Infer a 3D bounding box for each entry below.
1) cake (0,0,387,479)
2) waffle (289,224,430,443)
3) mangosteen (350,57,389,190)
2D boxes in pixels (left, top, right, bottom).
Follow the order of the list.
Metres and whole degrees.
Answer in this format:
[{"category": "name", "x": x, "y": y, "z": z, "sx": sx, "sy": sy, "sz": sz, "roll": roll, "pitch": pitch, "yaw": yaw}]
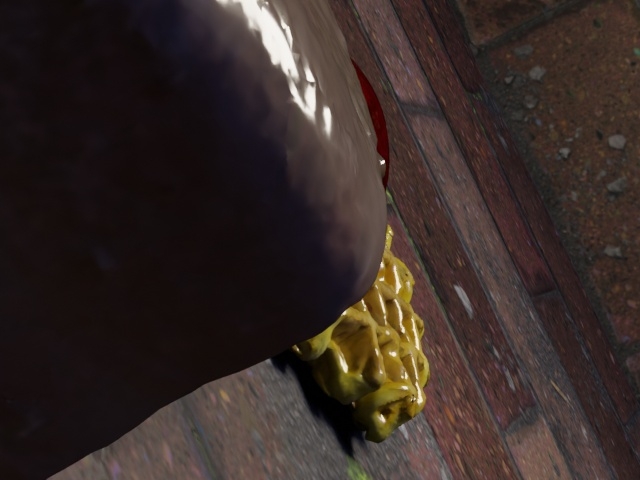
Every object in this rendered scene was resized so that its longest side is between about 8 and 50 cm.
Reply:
[{"category": "cake", "x": -0.132, "y": -0.090, "z": 0.667, "sx": 0.230, "sy": 0.237, "sz": 0.309, "roll": 55, "pitch": 14, "yaw": -42}, {"category": "waffle", "x": -0.005, "y": -0.010, "z": 1.318, "sx": 0.329, "sy": 0.062, "sz": 0.329, "roll": 57, "pitch": 16, "yaw": -27}, {"category": "mangosteen", "x": -0.064, "y": -0.044, "z": 0.952, "sx": 0.200, "sy": 0.200, "sz": 0.200, "roll": 57, "pitch": 16, "yaw": -26}]
